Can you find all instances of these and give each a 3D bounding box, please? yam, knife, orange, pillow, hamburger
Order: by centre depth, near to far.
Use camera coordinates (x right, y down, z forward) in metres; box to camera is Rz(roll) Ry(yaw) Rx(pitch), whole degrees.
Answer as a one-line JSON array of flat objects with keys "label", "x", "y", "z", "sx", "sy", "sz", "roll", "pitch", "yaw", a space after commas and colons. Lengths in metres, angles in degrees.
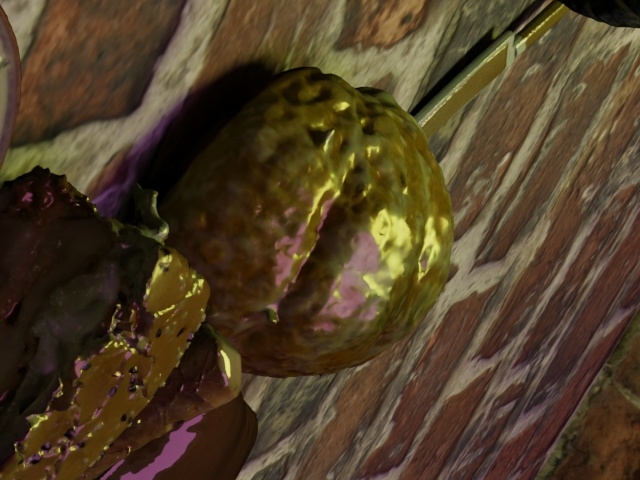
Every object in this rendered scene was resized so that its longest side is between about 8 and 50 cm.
[{"label": "hamburger", "x": -0.209, "y": 0.076, "z": 1.262, "sx": 0.288, "sy": 0.167, "sz": 0.192, "roll": -52, "pitch": 158, "yaw": -3}, {"label": "yam", "x": -0.213, "y": 0.184, "z": 1.431, "sx": 0.356, "sy": 0.081, "sz": 0.081, "roll": -33, "pitch": 162, "yaw": 8}, {"label": "orange", "x": 0.000, "y": 0.000, "z": 1.539, "sx": 0.271, "sy": 0.210, "sz": 0.368, "roll": -59, "pitch": 157, "yaw": 13}, {"label": "pillow", "x": -0.180, "y": 0.249, "z": 1.707, "sx": 0.308, "sy": 0.108, "sz": 0.305, "roll": -45, "pitch": 164, "yaw": -11}, {"label": "knife", "x": 0.188, "y": -0.199, "z": 1.863, "sx": 0.343, "sy": 0.027, "sz": 0.061, "roll": -43, "pitch": 160, "yaw": -17}]

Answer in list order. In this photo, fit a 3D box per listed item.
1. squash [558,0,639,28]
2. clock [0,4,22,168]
[{"label": "squash", "x": 0.267, "y": -0.308, "z": 1.531, "sx": 0.165, "sy": 0.252, "sz": 0.252, "roll": -41, "pitch": 158, "yaw": -39}, {"label": "clock", "x": -0.298, "y": -0.024, "z": 1.032, "sx": 0.318, "sy": 0.080, "sz": 0.318, "roll": -44, "pitch": 159, "yaw": -23}]
